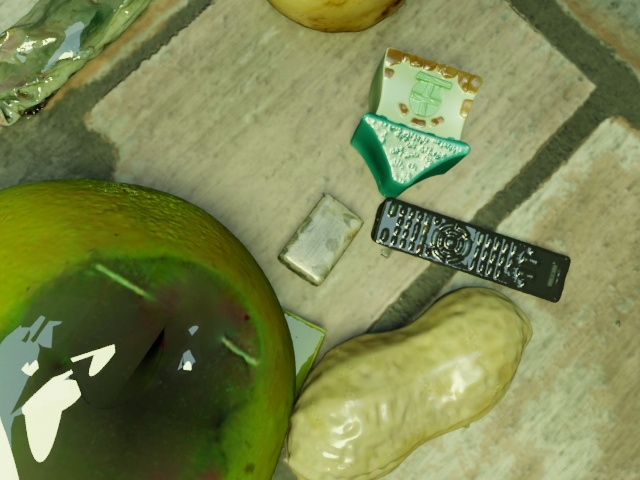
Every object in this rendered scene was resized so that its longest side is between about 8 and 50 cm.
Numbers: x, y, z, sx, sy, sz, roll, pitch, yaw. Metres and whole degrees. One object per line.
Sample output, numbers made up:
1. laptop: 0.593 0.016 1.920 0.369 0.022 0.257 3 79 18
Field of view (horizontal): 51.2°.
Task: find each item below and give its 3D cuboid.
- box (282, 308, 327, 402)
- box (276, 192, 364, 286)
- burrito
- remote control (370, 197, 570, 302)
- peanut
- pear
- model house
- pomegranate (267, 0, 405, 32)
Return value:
1. box: -0.135 0.204 0.734 0.173 0.043 0.311 25 79 -2
2. box: 0.000 0.000 0.781 0.062 0.045 0.098 34 78 -2
3. burrito: -0.285 -0.249 0.776 0.096 0.066 0.309 39 76 3
4. remote control: 0.182 0.012 0.810 0.245 0.025 0.063 19 80 -4
5. peanut: 0.098 0.153 0.726 0.313 0.149 0.149 -26 85 -12
6. pear: -0.169 0.116 0.560 0.399 0.165 0.398 8 75 -30
7. model house: 0.106 -0.128 0.787 0.127 0.100 0.148 16 81 -3
8. pomegranate: 0.010 -0.349 0.760 0.216 0.215 0.215 1 81 -7
